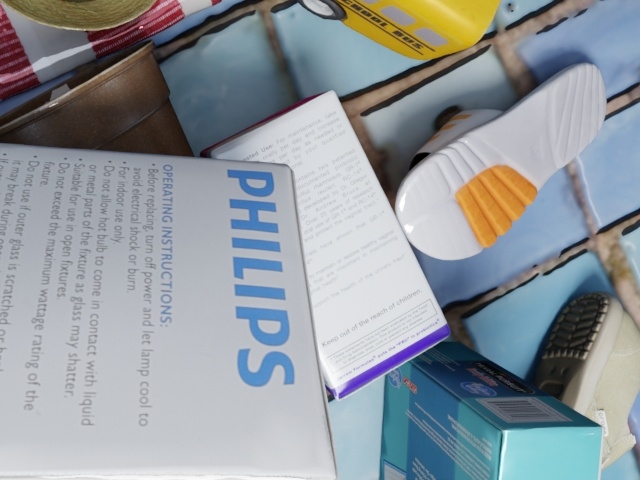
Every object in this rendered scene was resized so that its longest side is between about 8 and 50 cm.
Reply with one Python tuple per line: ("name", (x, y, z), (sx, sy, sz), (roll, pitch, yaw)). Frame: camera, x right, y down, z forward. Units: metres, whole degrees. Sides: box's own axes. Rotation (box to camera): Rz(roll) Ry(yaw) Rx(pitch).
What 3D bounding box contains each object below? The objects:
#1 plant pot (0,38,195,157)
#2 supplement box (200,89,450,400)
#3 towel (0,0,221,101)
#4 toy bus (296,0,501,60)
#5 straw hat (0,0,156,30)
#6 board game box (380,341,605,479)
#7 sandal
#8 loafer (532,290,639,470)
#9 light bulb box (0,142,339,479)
("plant pot", (-0.161, -0.041, 0.662), (0.167, 0.167, 0.165), (-30, 110, -7))
("supplement box", (0.000, 0.000, 0.717), (0.114, 0.111, 0.220), (-29, 102, -8))
("towel", (-0.271, -0.232, 0.673), (0.329, 0.037, 0.237), (-26, 102, -8))
("toy bus", (-0.019, -0.264, 0.661), (0.332, 0.130, 0.108), (27, 84, -21))
("straw hat", (-0.185, -0.196, 0.649), (0.144, 0.061, 0.145), (8, 62, -15))
("board game box", (0.117, 0.273, 0.700), (0.079, 0.254, 0.336), (1, 96, -13))
("sandal", (0.153, -0.074, 0.768), (0.265, 0.076, 0.102), (-35, 118, -27))
("loafer", (0.229, 0.180, 0.784), (0.092, 0.102, 0.269), (29, 83, -13))
("light bulb box", (-0.209, 0.136, 0.545), (0.361, 0.225, 0.358), (4, 137, -13))
